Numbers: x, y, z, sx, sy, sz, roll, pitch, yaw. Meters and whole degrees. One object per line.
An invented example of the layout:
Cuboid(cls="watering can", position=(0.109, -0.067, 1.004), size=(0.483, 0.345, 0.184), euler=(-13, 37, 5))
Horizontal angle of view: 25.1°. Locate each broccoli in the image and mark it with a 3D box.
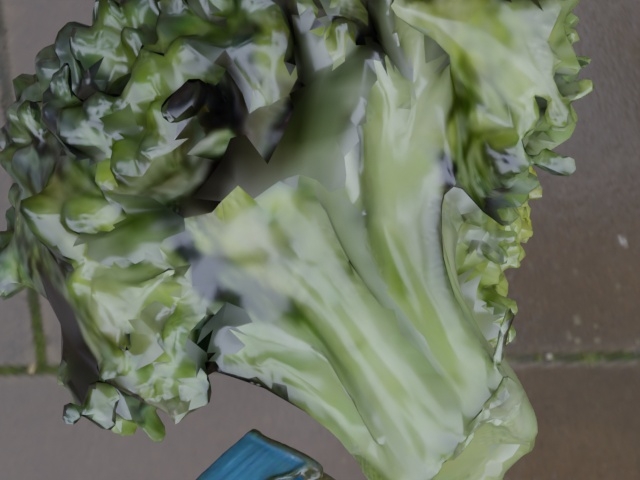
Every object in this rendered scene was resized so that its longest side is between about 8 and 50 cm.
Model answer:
Cuboid(cls="broccoli", position=(-0.003, 0.008, 0.726), size=(0.293, 0.281, 0.348), euler=(-31, 148, -7))

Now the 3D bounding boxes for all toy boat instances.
Cuboid(cls="toy boat", position=(-0.063, 0.197, 0.832), size=(0.185, 0.075, 0.077), euler=(-45, 65, -10))
